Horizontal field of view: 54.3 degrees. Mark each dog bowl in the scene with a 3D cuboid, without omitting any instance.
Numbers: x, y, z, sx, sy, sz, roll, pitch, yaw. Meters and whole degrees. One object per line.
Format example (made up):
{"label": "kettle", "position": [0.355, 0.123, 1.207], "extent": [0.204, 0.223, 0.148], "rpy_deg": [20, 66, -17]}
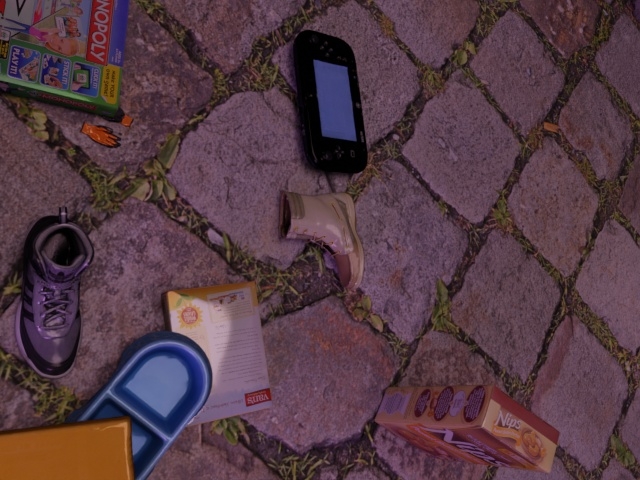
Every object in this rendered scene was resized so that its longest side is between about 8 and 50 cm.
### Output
{"label": "dog bowl", "position": [-0.296, 0.282, 1.011], "extent": [0.166, 0.074, 0.297], "rpy_deg": [41, 71, -8]}

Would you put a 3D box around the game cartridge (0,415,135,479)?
{"label": "game cartridge", "position": [-0.410, 0.433, 0.897], "extent": [0.286, 0.053, 0.323], "rpy_deg": [-3, 84, -13]}

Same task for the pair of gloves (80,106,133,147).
{"label": "pair of gloves", "position": [-0.387, -0.212, 1.135], "extent": [0.074, 0.010, 0.083], "rpy_deg": [29, 65, -22]}

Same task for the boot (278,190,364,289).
{"label": "boot", "position": [0.000, 0.000, 1.280], "extent": [0.165, 0.077, 0.213], "rpy_deg": [0, 74, -31]}

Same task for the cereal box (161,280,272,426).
{"label": "cereal box", "position": [-0.188, 0.202, 1.138], "extent": [0.173, 0.047, 0.240], "rpy_deg": [-4, 82, -30]}

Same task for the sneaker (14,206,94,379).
{"label": "sneaker", "position": [-0.413, 0.080, 0.969], "extent": [0.101, 0.153, 0.268], "rpy_deg": [1, 78, -30]}

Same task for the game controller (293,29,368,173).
{"label": "game controller", "position": [0.024, -0.302, 1.368], "extent": [0.167, 0.067, 0.318], "rpy_deg": [-1, 80, -31]}

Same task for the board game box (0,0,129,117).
{"label": "board game box", "position": [-0.456, -0.394, 1.108], "extent": [0.214, 0.046, 0.317], "rpy_deg": [9, 72, -29]}

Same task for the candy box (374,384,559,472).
{"label": "candy box", "position": [0.274, 0.363, 1.220], "extent": [0.183, 0.316, 0.087], "rpy_deg": [36, 63, -19]}
